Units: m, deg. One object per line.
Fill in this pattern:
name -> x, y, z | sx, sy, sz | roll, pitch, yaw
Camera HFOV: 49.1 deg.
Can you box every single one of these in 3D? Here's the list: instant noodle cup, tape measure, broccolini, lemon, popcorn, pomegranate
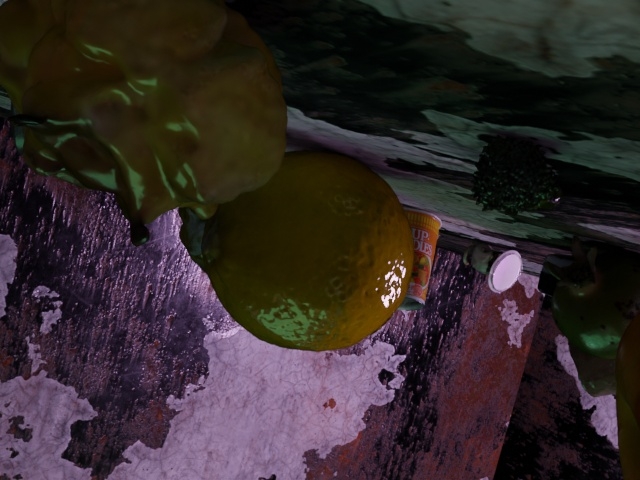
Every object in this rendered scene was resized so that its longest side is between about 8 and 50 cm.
instant noodle cup -> 0.166, 0.044, 1.465 | 0.169, 0.184, 0.168 | 7, 161, 2
tape measure -> 0.530, 0.081, 1.391 | 0.182, 0.107, 0.181 | 15, -177, 12
broccolini -> 0.181, -0.039, 0.608 | 0.067, 0.058, 0.216 | 13, 180, 23
lemon -> -0.014, 0.014, 0.924 | 0.293, 0.292, 0.293 | 16, 180, 0
popcorn -> -0.094, -0.079, 0.386 | 0.167, 0.152, 0.148 | 17, 153, 11
pomegranate -> 0.450, 0.087, 1.127 | 0.224, 0.181, 0.182 | 42, 166, -30

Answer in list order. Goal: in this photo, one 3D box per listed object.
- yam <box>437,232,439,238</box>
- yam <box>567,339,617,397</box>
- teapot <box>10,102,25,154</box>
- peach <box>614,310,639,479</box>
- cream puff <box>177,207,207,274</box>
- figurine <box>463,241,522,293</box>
yam -> 0.211, -0.032, 1.667 | 0.061, 0.061, 0.253 | 16, 180, 35
yam -> 0.581, 0.176, 1.251 | 0.268, 0.161, 0.161 | -19, 170, 14
teapot -> -0.382, -0.173, 1.011 | 0.108, 0.111, 0.149 | 1, 178, -14
peach -> 0.518, 0.206, 0.748 | 0.389, 0.387, 0.388 | 16, 180, 0
cream puff -> -0.140, -0.044, 1.610 | 0.379, 0.275, 0.378 | 28, -156, -14
figurine -> 0.473, 0.064, 1.979 | 0.132, 0.132, 0.154 | 16, -168, -39
